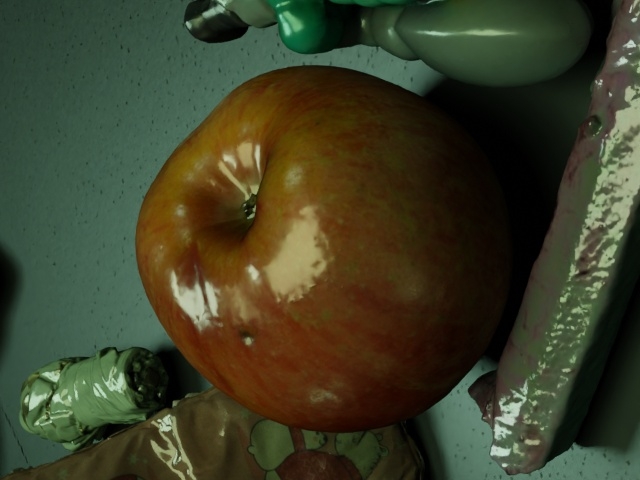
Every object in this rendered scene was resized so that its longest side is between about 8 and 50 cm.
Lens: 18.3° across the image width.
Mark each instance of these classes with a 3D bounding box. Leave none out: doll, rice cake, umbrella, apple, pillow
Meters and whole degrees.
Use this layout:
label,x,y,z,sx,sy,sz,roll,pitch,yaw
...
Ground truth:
label,x,y,z,sx,sy,sz,roll,pitch,yaw
doll,0.042,-0.186,1.044,0.258,0.153,0.195,16,112,36
rice cake,0.137,-0.015,1.029,0.081,0.051,0.290,38,119,41
umbrella,-0.158,0.106,1.347,0.143,0.062,0.067,-24,107,44
apple,0.000,0.000,1.077,0.209,0.164,0.209,-23,57,40
pillow,-0.061,0.155,1.157,0.049,0.248,0.135,77,168,-78
